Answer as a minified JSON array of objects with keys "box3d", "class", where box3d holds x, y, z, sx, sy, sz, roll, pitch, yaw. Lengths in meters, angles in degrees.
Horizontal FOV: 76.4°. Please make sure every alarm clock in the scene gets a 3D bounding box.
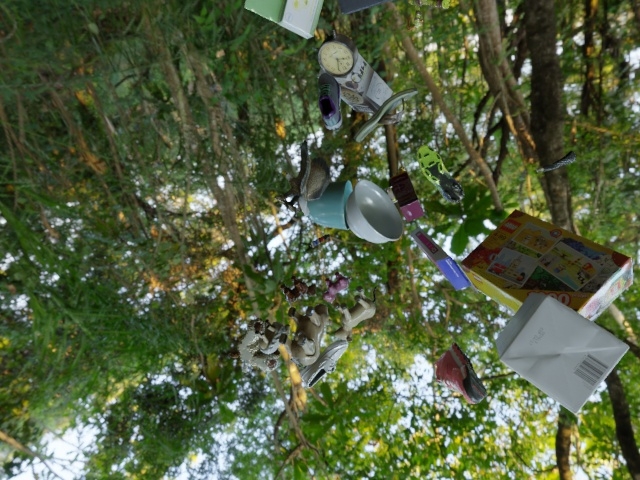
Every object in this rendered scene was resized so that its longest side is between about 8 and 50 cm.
[{"box3d":[0.072,-0.600,1.351,0.129,0.192,0.064,-16,-139,45],"class":"alarm clock"}]

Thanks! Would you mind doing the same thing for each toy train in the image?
[{"box3d":[0.000,0.000,1.849,0.036,0.027,0.158,-20,-175,36],"class":"toy train"}]

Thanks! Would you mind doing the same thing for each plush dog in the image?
[{"box3d":[-0.309,0.513,2.016,0.210,0.262,0.225,-23,178,22],"class":"plush dog"}]

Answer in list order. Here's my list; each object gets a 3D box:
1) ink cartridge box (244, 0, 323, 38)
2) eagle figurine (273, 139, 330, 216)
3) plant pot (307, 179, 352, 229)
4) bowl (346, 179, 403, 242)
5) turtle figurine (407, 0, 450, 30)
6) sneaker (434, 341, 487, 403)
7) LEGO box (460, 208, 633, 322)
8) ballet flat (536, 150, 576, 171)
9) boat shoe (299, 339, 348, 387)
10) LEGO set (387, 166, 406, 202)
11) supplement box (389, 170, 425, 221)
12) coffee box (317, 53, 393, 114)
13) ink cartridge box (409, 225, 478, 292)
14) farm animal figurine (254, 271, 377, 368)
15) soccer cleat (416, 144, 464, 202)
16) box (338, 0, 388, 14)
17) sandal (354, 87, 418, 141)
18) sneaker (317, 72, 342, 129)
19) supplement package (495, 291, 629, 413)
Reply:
[{"box3d":[-0.110,-0.793,1.322,0.235,0.171,0.056,12,-172,-31],"class":"ink cartridge box"},{"box3d":[-0.078,-0.273,1.844,0.298,0.225,0.226,-49,-166,2],"class":"eagle figurine"},{"box3d":[0.054,-0.212,2.423,0.235,0.293,0.293,2,-149,16],"class":"plant pot"},{"box3d":[0.206,-0.099,1.732,0.134,0.298,0.298,-37,-167,36],"class":"bowl"},{"box3d":[0.454,-1.060,1.747,0.087,0.269,0.217,1,-165,-40],"class":"turtle figurine"},{"box3d":[0.474,0.483,1.415,0.136,0.116,0.314,-39,-176,12],"class":"sneaker"},{"box3d":[0.916,0.136,1.697,0.372,0.193,0.500,-43,-142,-4],"class":"LEGO box"},{"box3d":[1.044,-0.346,1.808,0.173,0.049,0.057,-22,-174,6],"class":"ballet flat"},{"box3d":[0.029,0.529,1.738,0.258,0.095,0.084,-44,-130,9],"class":"boat shoe"},{"box3d":[0.412,-0.288,2.151,0.107,0.132,0.287,-26,-127,25],"class":"LEGO set"},{"box3d":[0.359,-0.185,1.696,0.081,0.104,0.188,-23,-133,15],"class":"supplement box"},{"box3d":[0.152,-0.659,1.719,0.168,0.297,0.119,23,-89,41],"class":"coffee box"},{"box3d":[0.498,0.083,1.672,0.069,0.176,0.371,-39,-156,6],"class":"ink cartridge box"},{"box3d":[-0.003,0.266,1.317,0.330,0.172,0.327,9,-125,40],"class":"farm animal figurine"},{"box3d":[0.487,-0.272,1.691,0.093,0.289,0.121,-40,-169,9],"class":"soccer cleat"},{"box3d":[0.160,-0.565,0.782,0.143,0.165,0.270,-37,-147,-30],"class":"box"},{"box3d":[0.260,-0.472,1.568,0.303,0.086,0.120,-39,176,34],"class":"sandal"},{"box3d":[0.027,-0.501,1.406,0.083,0.223,0.098,-15,162,15],"class":"sneaker"},{"box3d":[0.543,0.242,0.959,0.175,0.177,0.293,35,-172,21],"class":"supplement package"}]
